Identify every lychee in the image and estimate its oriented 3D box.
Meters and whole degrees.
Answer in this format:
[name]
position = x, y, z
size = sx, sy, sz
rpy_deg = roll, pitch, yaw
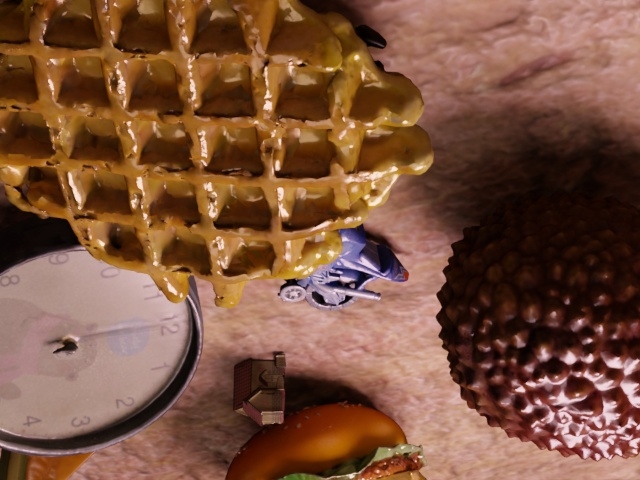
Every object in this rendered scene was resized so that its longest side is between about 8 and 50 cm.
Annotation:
[lychee]
position = 0.229, 0.082, 1.499
size = 0.267, 0.267, 0.267
rpy_deg = 1, 143, 0

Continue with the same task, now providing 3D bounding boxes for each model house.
[model house]
position = -0.067, 0.167, 1.775
size = 0.058, 0.083, 0.057
rpy_deg = 2, 145, -1

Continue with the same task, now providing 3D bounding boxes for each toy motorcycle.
[toy motorcycle]
position = 0.000, 0.000, 1.570
size = 0.114, 0.076, 0.205
rpy_deg = -23, 138, 18

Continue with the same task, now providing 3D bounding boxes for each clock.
[clock]
position = -0.250, 0.099, 1.626
size = 0.281, 0.055, 0.280
rpy_deg = -10, 127, -13

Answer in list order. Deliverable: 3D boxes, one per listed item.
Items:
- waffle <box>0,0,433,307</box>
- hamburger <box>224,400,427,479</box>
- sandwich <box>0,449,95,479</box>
[waffle]
position = -0.119, -0.097, 1.387
size = 0.382, 0.095, 0.379
rpy_deg = 33, 132, -18
[hamburger]
position = 0.004, 0.270, 1.828
size = 0.246, 0.170, 0.246
rpy_deg = -22, 161, -8
[sandwich]
position = -0.304, 0.274, 1.856
size = 0.113, 0.163, 0.079
rpy_deg = 25, 137, -30
